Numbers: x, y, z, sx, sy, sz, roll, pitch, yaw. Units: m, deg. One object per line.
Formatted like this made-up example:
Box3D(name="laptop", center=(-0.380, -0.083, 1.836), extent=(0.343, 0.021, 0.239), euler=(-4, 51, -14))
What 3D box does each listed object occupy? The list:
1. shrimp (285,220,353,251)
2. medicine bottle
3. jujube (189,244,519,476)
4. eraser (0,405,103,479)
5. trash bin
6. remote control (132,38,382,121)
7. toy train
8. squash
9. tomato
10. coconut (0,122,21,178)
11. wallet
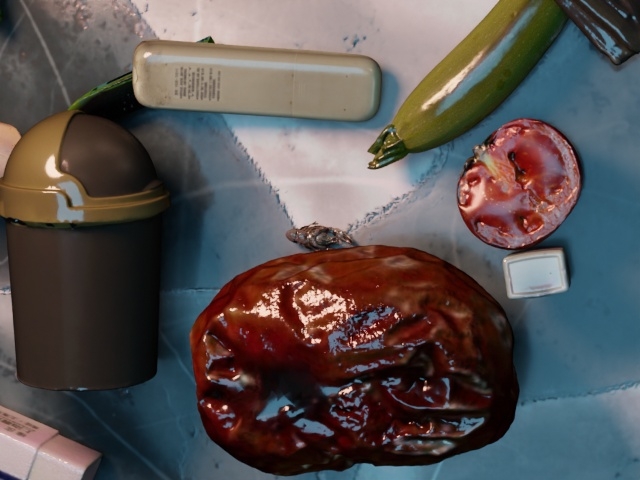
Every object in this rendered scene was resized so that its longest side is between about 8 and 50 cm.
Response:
Box3D(name="shrimp", center=(0.003, -0.002, 1.961), extent=(0.092, 0.029, 0.038), euler=(22, 89, 3))
Box3D(name="medicine bottle", center=(0.259, 0.037, 1.867), extent=(0.074, 0.118, 0.055), euler=(-10, 92, 10))
Box3D(name="jujube", center=(0.041, 0.144, 1.843), extent=(0.377, 0.276, 0.276), euler=(-6, 93, 3))
Box3D(name="eraser", center=(-0.439, 0.282, 2.033), extent=(0.287, 0.086, 0.130), euler=(23, 99, 8))
Box3D(name="trash bin", center=(-0.289, 0.006, 1.923), extent=(0.214, 0.214, 0.333), euler=(1, 98, 11))
Box3D(name="remote control", center=(-0.079, -0.195, 1.929), extent=(0.310, 0.038, 0.090), euler=(3, 111, 2))
Box3D(name="toy train", center=(-0.224, -0.197, 1.981), extent=(0.209, 0.042, 0.044), euler=(-22, 111, 12))
Box3D(name="squash", center=(0.187, -0.196, 1.882), extent=(0.094, 0.094, 0.341), euler=(45, 98, 5))
Box3D(name="tomato", center=(0.241, -0.066, 1.878), extent=(0.139, 0.091, 0.159), euler=(40, 99, 11))
Box3D(name="coconut", center=(-0.431, -0.099, 1.993), extent=(0.116, 0.122, 0.116), euler=(-18, 63, 40))
Box3D(name="wallet", center=(0.319, -0.334, 1.832), extent=(0.245, 0.052, 0.168), euler=(46, 63, 4))
